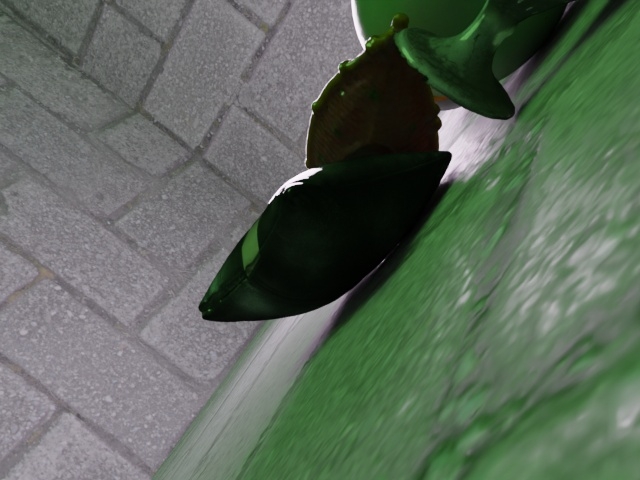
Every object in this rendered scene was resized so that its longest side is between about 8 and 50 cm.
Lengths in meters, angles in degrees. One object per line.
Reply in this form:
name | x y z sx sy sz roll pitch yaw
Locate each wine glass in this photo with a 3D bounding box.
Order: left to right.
wine glass | 0.166 -0.212 0.518 0.241 0.126 0.126 -55 0 33

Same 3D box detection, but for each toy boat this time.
toy boat | 0.054 -0.090 0.741 0.318 0.140 0.099 92 -174 -65

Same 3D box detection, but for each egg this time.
egg | 0.147 -0.272 0.742 0.270 0.220 0.220 -59 5 -31

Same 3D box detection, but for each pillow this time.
pillow | 0.000 0.000 0.681 0.186 0.106 0.250 -18 -17 -33

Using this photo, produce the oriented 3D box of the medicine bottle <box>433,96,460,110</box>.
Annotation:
medicine bottle | 0.190 -0.286 1.077 0.157 0.157 0.289 -52 1 27
